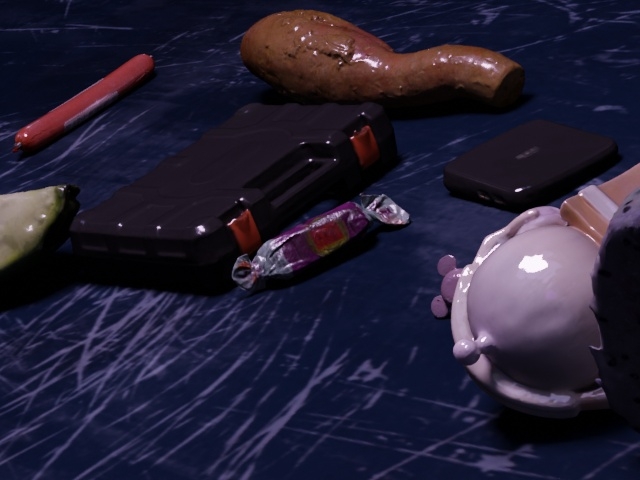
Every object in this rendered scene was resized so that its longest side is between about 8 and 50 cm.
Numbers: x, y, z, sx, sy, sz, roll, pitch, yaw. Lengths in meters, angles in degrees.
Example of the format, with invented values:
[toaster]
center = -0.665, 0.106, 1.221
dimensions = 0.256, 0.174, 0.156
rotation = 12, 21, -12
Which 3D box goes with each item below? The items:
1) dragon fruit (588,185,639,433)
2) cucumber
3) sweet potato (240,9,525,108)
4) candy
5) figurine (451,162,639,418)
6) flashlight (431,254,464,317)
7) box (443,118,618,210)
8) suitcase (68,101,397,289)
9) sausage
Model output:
[dragon fruit]
center = 0.321, 0.025, 1.226
dimensions = 0.204, 0.221, 0.283
rotation = -39, 27, -29
[cucumber]
center = -0.374, 0.014, 1.930
dimensions = 0.325, 0.105, 0.145
rotation = -12, -4, 16
[sweet potato]
center = 0.041, -0.182, 2.067
dimensions = 0.109, 0.109, 0.385
rotation = -34, 33, -34
[candy]
center = 0.000, 0.000, 1.751
dimensions = 0.175, 0.045, 0.043
rotation = -27, -10, -18
[figurine]
center = 0.194, 0.039, 1.407
dimensions = 0.237, 0.141, 0.162
rotation = -35, 60, -18
[flashlight]
center = 0.138, 0.043, 1.559
dimensions = 0.110, 0.052, 0.031
rotation = 8, -2, 36
[box]
center = 0.192, -0.068, 1.786
dimensions = 0.126, 0.027, 0.125
rotation = -28, 27, -25
[suitcase]
center = -0.082, -0.049, 1.892
dimensions = 0.206, 0.066, 0.285
rotation = 3, 30, 43
[sausage]
center = -0.280, -0.165, 2.351
dimensions = 0.034, 0.034, 0.253
rotation = 3, 29, 41
